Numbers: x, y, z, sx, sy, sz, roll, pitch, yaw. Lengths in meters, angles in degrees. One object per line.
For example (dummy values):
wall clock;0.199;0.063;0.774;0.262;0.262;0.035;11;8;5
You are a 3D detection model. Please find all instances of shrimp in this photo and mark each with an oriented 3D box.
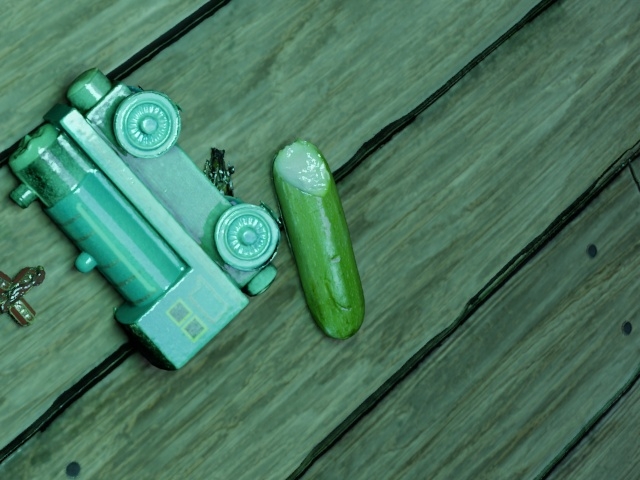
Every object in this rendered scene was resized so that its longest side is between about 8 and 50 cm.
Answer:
shrimp;-0.129;-0.022;1.845;0.091;0.034;0.161;7;88;-37

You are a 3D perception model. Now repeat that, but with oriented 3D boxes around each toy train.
toy train;-0.181;-0.025;1.747;0.194;0.120;0.298;-44;109;-9

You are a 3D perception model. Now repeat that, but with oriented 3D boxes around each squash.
squash;0.000;0.000;1.924;0.069;0.069;0.239;-26;107;-35

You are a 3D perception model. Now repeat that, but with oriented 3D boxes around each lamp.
lamp;-0.317;0.051;1.704;0.083;0.031;0.063;10;85;-33
